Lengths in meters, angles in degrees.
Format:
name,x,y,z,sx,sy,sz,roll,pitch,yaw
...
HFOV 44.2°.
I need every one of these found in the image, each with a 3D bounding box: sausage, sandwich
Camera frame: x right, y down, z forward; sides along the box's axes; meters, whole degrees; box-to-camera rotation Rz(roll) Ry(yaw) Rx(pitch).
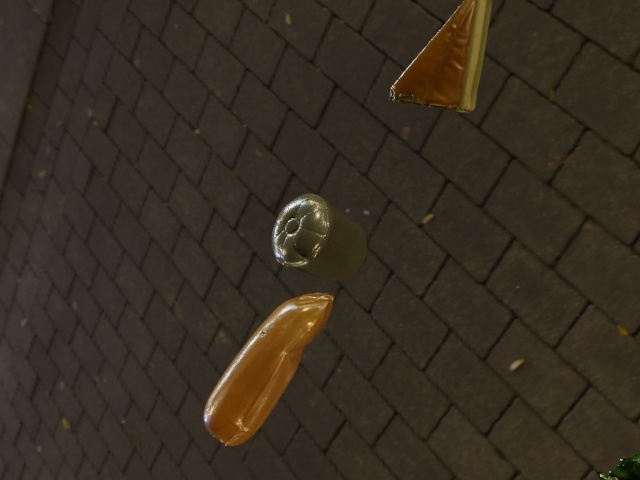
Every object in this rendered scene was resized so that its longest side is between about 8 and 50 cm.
name,x,y,z,sx,sy,sz,roll,pitch,yaw
sausage,-0.092,0.220,1.449,0.116,0.134,0.354,38,107,13
sandwich,0.166,-0.268,1.105,0.113,0.079,0.163,13,102,27

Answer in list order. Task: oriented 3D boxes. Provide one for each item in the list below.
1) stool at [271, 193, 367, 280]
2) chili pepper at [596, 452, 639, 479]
name,x,y,z,sx,sy,sz,roll,pitch,yaw
stool,0.000,0.000,0.992,0.096,0.110,0.096,-22,56,37
chili pepper,0.330,0.195,0.615,0.224,0.061,0.098,-5,73,0
